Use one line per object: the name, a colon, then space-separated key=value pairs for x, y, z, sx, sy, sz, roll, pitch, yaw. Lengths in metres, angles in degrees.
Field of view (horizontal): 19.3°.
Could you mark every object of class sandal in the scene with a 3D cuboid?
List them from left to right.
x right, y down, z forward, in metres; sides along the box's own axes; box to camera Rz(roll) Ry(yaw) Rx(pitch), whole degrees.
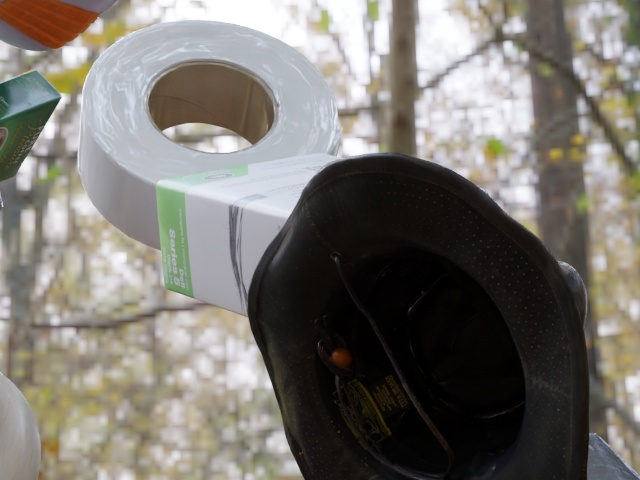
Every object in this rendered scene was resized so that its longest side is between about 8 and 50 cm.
sandal: x=-0.206 y=-0.234 z=1.575 sx=0.265 sy=0.076 sz=0.102 roll=-16 pitch=-46 yaw=45

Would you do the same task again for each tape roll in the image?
tape roll: x=-0.124 y=-0.115 z=2.080 sx=0.286 sy=0.286 sz=0.100 roll=2 pitch=-43 yaw=-9

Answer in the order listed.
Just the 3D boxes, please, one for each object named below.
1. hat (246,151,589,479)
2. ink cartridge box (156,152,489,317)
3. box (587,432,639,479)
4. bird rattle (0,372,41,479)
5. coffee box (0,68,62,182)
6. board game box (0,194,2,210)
hat: x=0.100 y=0.078 z=1.287 sx=0.134 sy=0.331 sz=0.331 roll=-21 pitch=-8 yaw=-37
ink cartridge box: x=0.000 y=0.000 z=1.746 sx=0.198 sy=0.115 sz=0.273 roll=-10 pitch=15 yaw=-31
box: x=0.143 y=0.234 z=1.439 sx=0.207 sy=0.108 sz=0.153 roll=6 pitch=-61 yaw=-39
bird rattle: x=-0.260 y=0.160 z=1.140 sx=0.253 sy=0.207 sz=0.143 roll=24 pitch=-18 yaw=43
coffee box: x=-0.315 y=-0.077 z=1.635 sx=0.184 sy=0.040 sz=0.113 roll=-31 pitch=-18 yaw=-50
board game box: x=-0.477 y=-0.010 z=1.227 sx=0.390 sy=0.050 sz=0.390 roll=-18 pitch=-16 yaw=33
